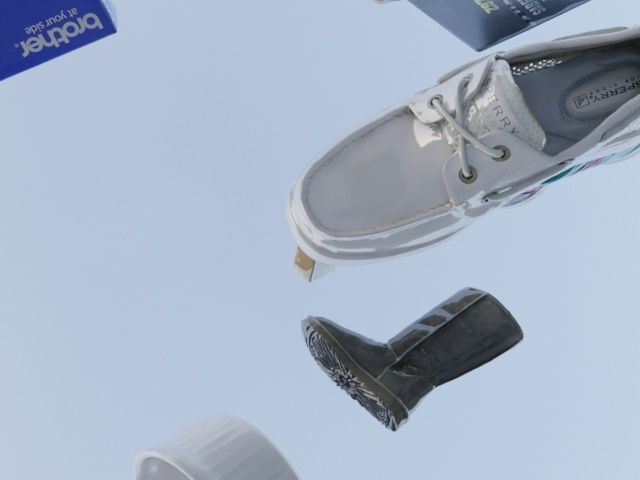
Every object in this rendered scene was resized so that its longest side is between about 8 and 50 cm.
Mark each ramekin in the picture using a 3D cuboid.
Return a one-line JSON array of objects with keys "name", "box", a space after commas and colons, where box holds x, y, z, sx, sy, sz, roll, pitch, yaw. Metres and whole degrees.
[{"name": "ramekin", "box": [-0.131, 0.384, 1.286, 0.135, 0.277, 0.277, -31, -80, -36]}]

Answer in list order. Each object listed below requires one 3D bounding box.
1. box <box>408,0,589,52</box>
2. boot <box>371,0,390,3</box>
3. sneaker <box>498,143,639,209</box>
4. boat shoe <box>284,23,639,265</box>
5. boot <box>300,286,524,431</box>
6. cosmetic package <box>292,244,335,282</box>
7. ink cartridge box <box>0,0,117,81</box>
[{"name": "box", "box": [0.183, -0.293, 0.931, 0.232, 0.183, 0.059, 19, -122, -50]}, {"name": "boot", "box": [0.086, -0.416, 1.206, 0.069, 0.086, 0.190, 6, -74, 19]}, {"name": "sneaker", "box": [0.267, -0.113, 1.179, 0.178, 0.295, 0.124, 0, -108, -45]}, {"name": "boat shoe", "box": [0.105, -0.073, 0.557, 0.277, 0.096, 0.098, -26, -102, -7]}, {"name": "boot", "box": [0.108, 0.109, 1.064, 0.208, 0.076, 0.189, -37, -115, -24]}, {"name": "cosmetic package", "box": [0.000, 0.000, 1.332, 0.060, 0.041, 0.115, -24, -40, -41]}, {"name": "ink cartridge box", "box": [-0.251, -0.149, 0.599, 0.207, 0.046, 0.097, -22, -52, 3]}]
